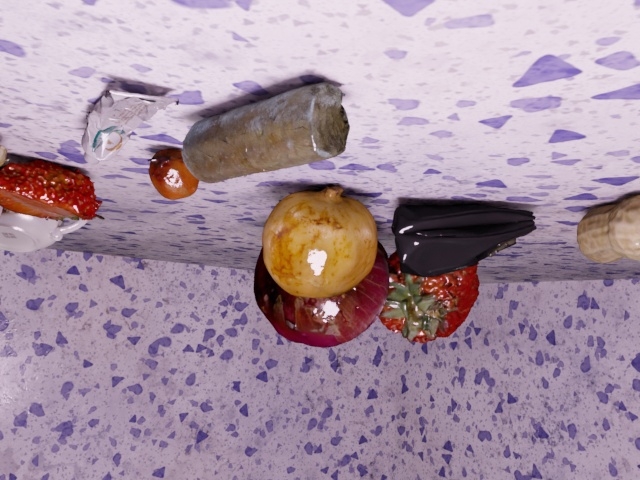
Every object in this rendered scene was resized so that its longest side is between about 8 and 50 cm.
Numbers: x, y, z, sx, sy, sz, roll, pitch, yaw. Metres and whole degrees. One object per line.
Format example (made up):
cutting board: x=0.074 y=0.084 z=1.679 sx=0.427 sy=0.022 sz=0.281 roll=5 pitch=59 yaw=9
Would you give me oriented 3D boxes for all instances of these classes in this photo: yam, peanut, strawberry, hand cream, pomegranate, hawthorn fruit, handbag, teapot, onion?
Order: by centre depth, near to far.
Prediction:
yam: x=-0.071 y=-0.128 z=0.787 sx=0.093 sy=0.093 sz=0.259 roll=11 pitch=170 yaw=-43
hand cream: x=-0.271 y=-0.155 z=0.846 sx=0.084 sy=0.050 sz=0.257 roll=6 pitch=166 yaw=-31
hawthorn fruit: x=-0.243 y=-0.112 z=1.038 sx=0.081 sy=0.081 sz=0.093 roll=2 pitch=160 yaw=13
strawberry: x=-0.538 y=-0.101 z=1.199 sx=0.174 sy=0.098 sz=0.228 roll=-3 pitch=167 yaw=37
peanut: x=0.580 y=-0.017 z=1.206 sx=0.136 sy=0.120 sz=0.298 roll=9 pitch=175 yaw=-2
pomegranate: x=0.000 y=0.000 z=1.254 sx=0.248 sy=0.248 sz=0.248 roll=4 pitch=172 yaw=0
handbag: x=0.307 y=-0.003 z=1.395 sx=0.287 sy=0.152 sz=0.342 roll=-9 pitch=173 yaw=7
teapot: x=-0.669 y=-0.059 z=1.419 sx=0.298 sy=0.139 sz=0.204 roll=7 pitch=150 yaw=-7
onion: x=0.025 y=0.121 z=1.590 sx=0.347 sy=0.348 sz=0.385 roll=-1 pitch=154 yaw=29
strawberry: x=0.316 y=0.108 z=1.727 sx=0.312 sy=0.267 sz=0.351 roll=-44 pitch=170 yaw=29

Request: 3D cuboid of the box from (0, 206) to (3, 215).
box: x=-0.776 y=0.017 z=1.090 sx=0.314 sy=0.300 sz=0.312 roll=15 pitch=-178 yaw=-8

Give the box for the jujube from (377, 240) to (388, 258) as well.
jujube: x=0.067 y=0.054 z=1.801 sx=0.250 sy=0.174 sz=0.174 roll=4 pitch=173 yaw=-14

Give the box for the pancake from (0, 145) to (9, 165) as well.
pancake: x=-0.662 y=-0.149 z=0.969 sx=0.356 sy=0.065 sz=0.356 roll=2 pitch=179 yaw=0

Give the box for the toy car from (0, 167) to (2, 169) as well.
toy car: x=-0.597 y=-0.104 z=1.310 sx=0.165 sy=0.071 sz=0.062 roll=9 pitch=-175 yaw=-38
